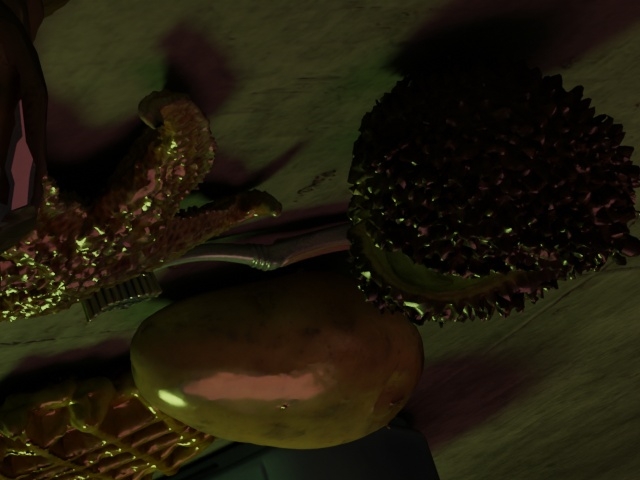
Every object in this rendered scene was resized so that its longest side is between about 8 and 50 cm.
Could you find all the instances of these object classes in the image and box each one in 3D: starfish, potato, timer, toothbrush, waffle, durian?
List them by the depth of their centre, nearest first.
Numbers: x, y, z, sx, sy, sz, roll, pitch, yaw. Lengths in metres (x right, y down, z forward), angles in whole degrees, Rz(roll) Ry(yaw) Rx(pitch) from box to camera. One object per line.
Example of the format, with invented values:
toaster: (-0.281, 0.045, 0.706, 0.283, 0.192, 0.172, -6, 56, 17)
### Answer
starfish: (-0.167, 0.003, 1.106, 0.302, 0.060, 0.299, -27, 162, 22)
durian: (0.109, -0.021, 1.133, 0.196, 0.167, 0.196, 14, 171, 2)
toothbrush: (0.000, 0.000, 1.306, 0.375, 0.037, 0.028, -13, 163, -26)
potato: (-0.033, 0.088, 1.388, 0.235, 0.128, 0.161, -9, 142, -17)
waffle: (-0.203, 0.172, 1.526, 0.281, 0.058, 0.301, -14, 161, -16)
timer: (-0.033, 0.327, 1.941, 0.395, 0.173, 0.395, -18, 160, -7)

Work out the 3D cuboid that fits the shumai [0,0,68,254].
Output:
shumai: (-0.132, -0.096, 0.573, 0.267, 0.262, 0.314, -23, 162, 11)
